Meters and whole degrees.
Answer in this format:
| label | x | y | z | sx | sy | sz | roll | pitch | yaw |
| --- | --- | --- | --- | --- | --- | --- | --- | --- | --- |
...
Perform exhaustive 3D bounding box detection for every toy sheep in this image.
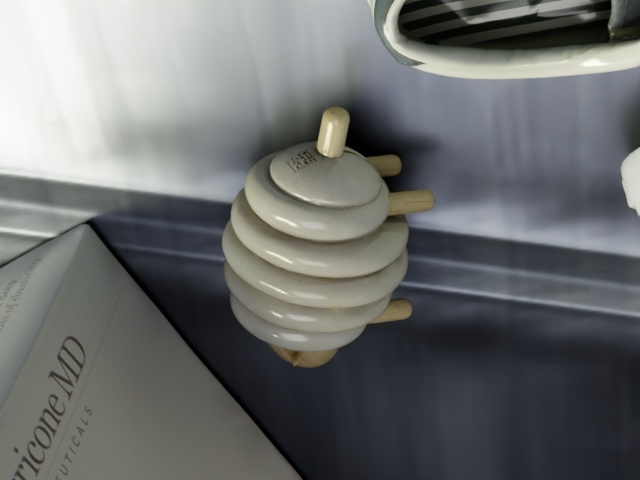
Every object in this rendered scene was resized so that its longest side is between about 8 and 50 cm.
| label | x | y | z | sx | sy | sz | roll | pitch | yaw |
| --- | --- | --- | --- | --- | --- | --- | --- | --- | --- |
| toy sheep | 0.000 | 0.000 | 0.644 | 0.091 | 0.091 | 0.132 | 8 | 118 | 3 |

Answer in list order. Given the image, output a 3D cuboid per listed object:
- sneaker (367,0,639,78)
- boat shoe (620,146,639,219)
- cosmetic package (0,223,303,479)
| label | x | y | z | sx | sy | sz | roll | pitch | yaw |
| --- | --- | --- | --- | --- | --- | --- | --- | --- | --- |
| sneaker | 0.142 | -0.105 | 0.550 | 0.258 | 0.091 | 0.094 | -13 | 120 | 13 |
| boat shoe | 0.221 | -0.048 | 0.562 | 0.226 | 0.083 | 0.076 | -38 | 68 | 44 |
| cosmetic package | -0.080 | 0.211 | 0.714 | 0.156 | 0.217 | 0.385 | -25 | 118 | 22 |
